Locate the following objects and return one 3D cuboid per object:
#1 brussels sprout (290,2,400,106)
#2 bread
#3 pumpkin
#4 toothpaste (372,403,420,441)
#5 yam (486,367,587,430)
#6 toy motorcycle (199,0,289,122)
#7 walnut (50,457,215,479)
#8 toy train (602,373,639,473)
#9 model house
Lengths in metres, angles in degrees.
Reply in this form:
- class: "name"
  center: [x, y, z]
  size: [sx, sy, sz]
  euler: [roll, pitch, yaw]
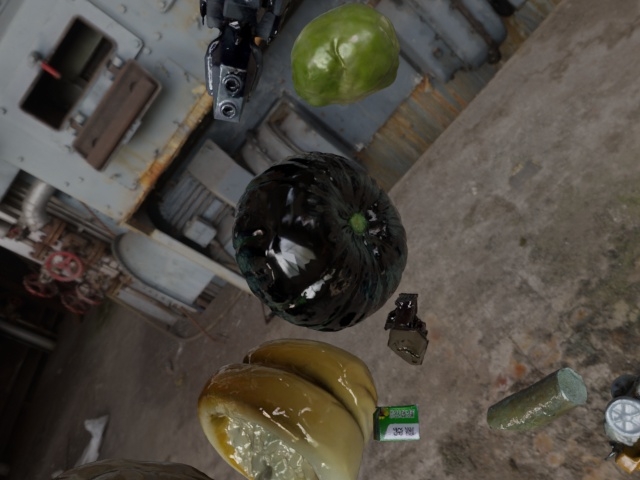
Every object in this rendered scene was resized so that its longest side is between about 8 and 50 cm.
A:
- class: "brussels sprout"
  center: [0.072, -0.468, 1.293]
  size: [0.274, 0.317, 0.242]
  euler: [-39, 76, 33]
- class: "bread"
  center: [-0.050, 0.346, 0.926]
  size: [0.245, 0.328, 0.424]
  euler: [-26, -12, -35]
- class: "pumpkin"
  center: [0.000, 0.000, 0.542]
  size: [0.140, 0.202, 0.201]
  euler: [-25, 41, 47]
- class: "toothpaste"
  center: [0.084, 0.214, 0.582]
  size: [0.178, 0.043, 0.037]
  euler: [80, -170, -69]
- class: "yam"
  center: [0.551, 0.425, 1.288]
  size: [0.259, 0.106, 0.106]
  euler: [-52, 25, 40]
- class: "toy motorcycle"
  center: [-0.087, -0.261, 0.563]
  size: [0.159, 0.106, 0.270]
  euler: [-103, 25, -56]
- class: "walnut"
  center: [-0.189, 0.357, 0.460]
  size: [0.285, 0.285, 0.296]
  euler: [-44, 47, 23]
- class: "toy train"
  center: [0.370, 0.160, 0.488]
  size: [0.127, 0.089, 0.219]
  euler: [38, 115, 28]
- class: "model house"
  center: [0.266, 0.247, 1.476]
  size: [0.203, 0.141, 0.164]
  euler: [95, -165, -52]
